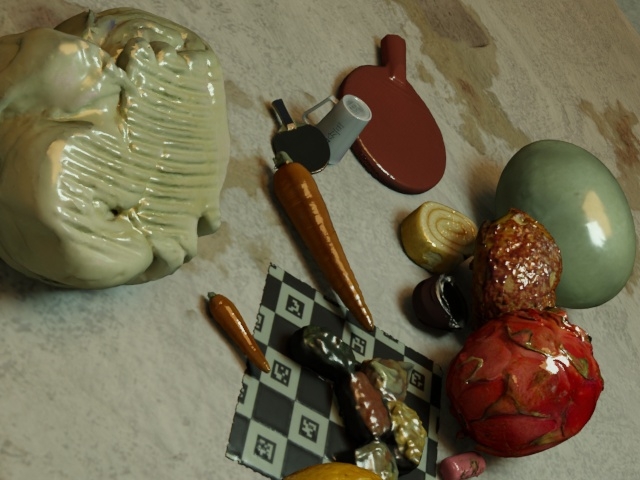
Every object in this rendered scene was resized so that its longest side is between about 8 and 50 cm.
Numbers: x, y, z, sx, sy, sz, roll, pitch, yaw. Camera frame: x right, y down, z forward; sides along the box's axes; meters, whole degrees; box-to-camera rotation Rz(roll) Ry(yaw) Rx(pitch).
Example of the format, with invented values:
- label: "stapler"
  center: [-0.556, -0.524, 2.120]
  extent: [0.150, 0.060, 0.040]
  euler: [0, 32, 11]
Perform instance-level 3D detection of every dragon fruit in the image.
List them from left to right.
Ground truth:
- label: "dragon fruit"
  center: [0.321, 0.223, 1.423]
  extent: [0.252, 0.241, 0.241]
  euler: [-28, 81, -34]

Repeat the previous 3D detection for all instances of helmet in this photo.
- label: "helmet"
  center: [0.199, 0.109, 1.531]
  extent: [0.123, 0.070, 0.098]
  euler: [37, 43, -56]

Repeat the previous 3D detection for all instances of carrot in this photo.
- label: "carrot"
  center: [-0.113, 0.126, 1.246]
  extent: [0.142, 0.035, 0.035]
  euler: [53, 39, 8]
- label: "carrot"
  center: [0.000, 0.000, 1.433]
  extent: [0.069, 0.069, 0.335]
  euler: [-8, 67, -47]

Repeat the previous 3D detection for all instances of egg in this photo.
- label: "egg"
  center: [0.478, -0.034, 1.768]
  extent: [0.259, 0.258, 0.352]
  euler: [11, 53, -38]

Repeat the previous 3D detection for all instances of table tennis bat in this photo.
- label: "table tennis bat"
  center: [-0.042, -0.179, 1.548]
  extent: [0.095, 0.014, 0.158]
  euler: [-20, 67, -19]
- label: "table tennis bat"
  center: [0.147, -0.264, 1.799]
  extent: [0.268, 0.051, 0.414]
  euler: [27, 46, -27]

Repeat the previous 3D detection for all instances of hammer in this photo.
- label: "hammer"
  center: [0.219, 0.349, 1.387]
  extent: [0.083, 0.043, 0.043]
  euler: [2, 59, -45]

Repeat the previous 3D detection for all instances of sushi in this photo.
- label: "sushi"
  center: [0.058, 0.228, 1.310]
  extent: [0.359, 0.064, 0.343]
  euler: [32, 42, -20]

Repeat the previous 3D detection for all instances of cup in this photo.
- label: "cup"
  center: [0.021, -0.205, 1.584]
  extent: [0.104, 0.116, 0.074]
  euler: [43, 37, 2]

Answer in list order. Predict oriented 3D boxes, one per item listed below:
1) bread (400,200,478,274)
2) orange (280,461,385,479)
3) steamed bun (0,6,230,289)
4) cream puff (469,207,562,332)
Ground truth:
- label: "bread"
  center: [0.215, 0.000, 1.640]
  extent: [0.149, 0.073, 0.122]
  euler: [23, 52, -27]
- label: "orange"
  center: [0.020, 0.371, 1.070]
  extent: [0.219, 0.193, 0.219]
  euler: [14, 44, -14]
- label: "steamed bun"
  center: [-0.288, -0.115, 1.110]
  extent: [0.339, 0.247, 0.352]
  euler: [-9, 103, -58]
- label: "cream puff"
  center: [0.342, 0.064, 1.584]
  extent: [0.240, 0.164, 0.239]
  euler: [-4, 90, -71]
